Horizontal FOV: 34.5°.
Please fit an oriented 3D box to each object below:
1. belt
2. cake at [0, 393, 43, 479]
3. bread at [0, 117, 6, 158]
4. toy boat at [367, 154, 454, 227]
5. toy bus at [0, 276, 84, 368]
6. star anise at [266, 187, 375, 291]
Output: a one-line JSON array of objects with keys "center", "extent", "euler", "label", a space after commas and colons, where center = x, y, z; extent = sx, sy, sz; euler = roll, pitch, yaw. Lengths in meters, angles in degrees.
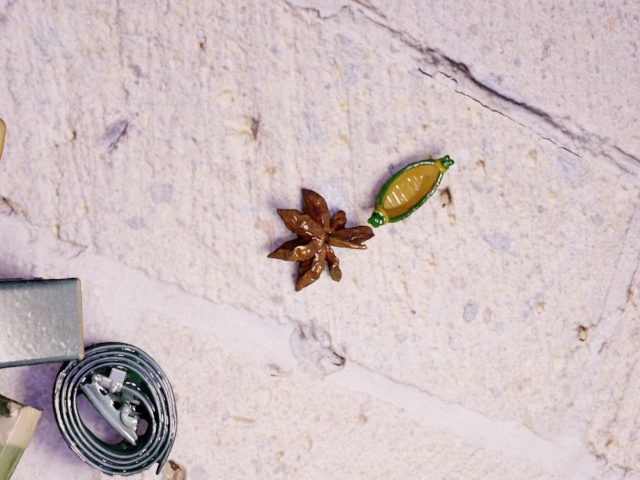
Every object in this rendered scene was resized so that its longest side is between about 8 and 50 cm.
[{"center": [-0.361, 0.307, 1.846], "extent": [0.206, 0.116, 0.267], "euler": [-31, 96, -16], "label": "belt"}, {"center": [-0.621, 0.301, 1.723], "extent": [0.283, 0.172, 0.158], "euler": [28, 77, -15], "label": "cake"}, {"center": [-0.598, -0.168, 1.807], "extent": [0.082, 0.056, 0.115], "euler": [11, 79, -23], "label": "bread"}, {"center": [0.173, -0.096, 2.074], "extent": [0.229, 0.088, 0.089], "euler": [-40, 102, -18], "label": "toy boat"}, {"center": [-0.561, 0.138, 1.688], "extent": [0.323, 0.194, 0.162], "euler": [-1, 89, -46], "label": "toy bus"}, {"center": [-0.004, -0.004, 2.002], "extent": [0.212, 0.111, 0.196], "euler": [-35, 93, -11], "label": "star anise"}]
